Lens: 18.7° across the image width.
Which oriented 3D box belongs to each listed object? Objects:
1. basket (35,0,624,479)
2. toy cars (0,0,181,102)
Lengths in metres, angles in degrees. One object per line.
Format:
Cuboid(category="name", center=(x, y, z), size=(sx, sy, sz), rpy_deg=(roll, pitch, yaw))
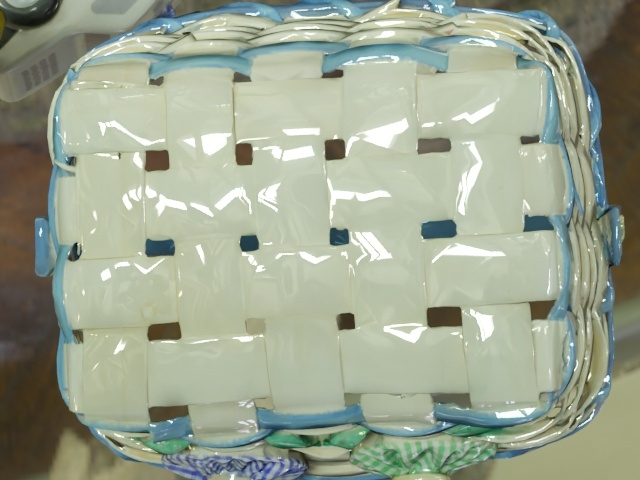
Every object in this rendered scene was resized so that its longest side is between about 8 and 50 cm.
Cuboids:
Cuboid(category="basket", center=(0.000, 0.000, 0.807), size=(0.255, 0.289, 0.201), rpy_deg=(-2, 95, 7))
Cuboid(category="toy cars", center=(-0.145, -0.086, 0.918), size=(0.087, 0.393, 0.176), rpy_deg=(41, 130, 2))
